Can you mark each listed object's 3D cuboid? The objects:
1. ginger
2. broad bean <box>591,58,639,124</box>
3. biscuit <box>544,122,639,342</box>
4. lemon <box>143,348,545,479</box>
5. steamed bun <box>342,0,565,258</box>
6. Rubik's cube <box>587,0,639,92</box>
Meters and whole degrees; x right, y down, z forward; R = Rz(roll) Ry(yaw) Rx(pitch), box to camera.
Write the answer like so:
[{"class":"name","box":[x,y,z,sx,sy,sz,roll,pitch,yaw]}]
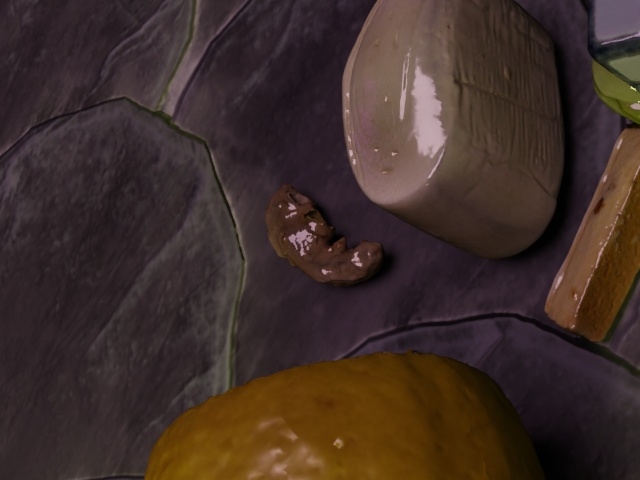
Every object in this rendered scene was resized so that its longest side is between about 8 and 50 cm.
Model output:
[{"class":"ginger","box":[-0.001,0.004,1.681,0.173,0.051,0.069,33,100,39]},{"class":"broad bean","box":[0.294,-0.177,1.428,0.124,0.082,0.174,21,78,12]},{"class":"biscuit","box":[0.251,-0.008,1.445,0.056,0.052,0.188,25,92,58]},{"class":"lemon","box":[0.029,0.285,1.346,0.364,0.364,0.364,-17,64,38]},{"class":"steamed bun","box":[0.110,-0.116,1.510,0.155,0.200,0.250,-19,60,38]},{"class":"Rubik's cube","box":[0.382,-0.240,1.226,0.287,0.293,0.292,-10,69,36]}]
